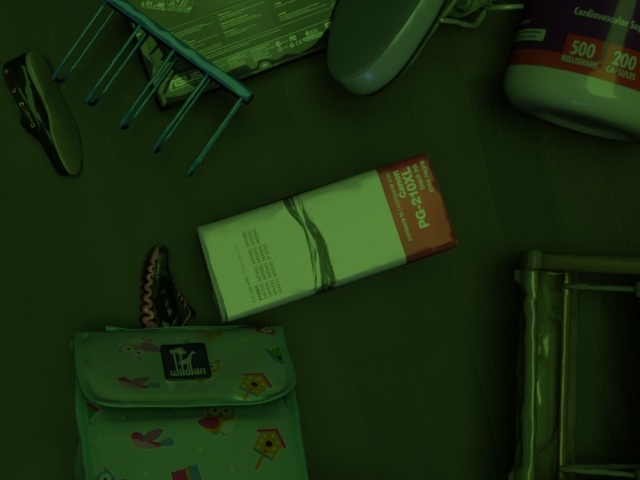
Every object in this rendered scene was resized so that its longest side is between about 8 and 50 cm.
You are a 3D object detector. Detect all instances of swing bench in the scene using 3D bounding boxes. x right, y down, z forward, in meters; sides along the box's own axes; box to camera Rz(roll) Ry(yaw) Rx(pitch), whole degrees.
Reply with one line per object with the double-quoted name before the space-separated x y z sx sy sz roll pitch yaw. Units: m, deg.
"swing bench" 0.314 0.140 1.871 0.254 0.165 0.253 2 89 1

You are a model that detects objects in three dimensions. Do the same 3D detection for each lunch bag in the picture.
"lunch bag" -0.128 0.201 1.800 0.223 0.160 0.262 -3 67 -9

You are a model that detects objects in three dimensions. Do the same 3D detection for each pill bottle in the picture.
"pill bottle" 0.307 -0.269 1.866 0.181 0.181 0.323 16 88 -4

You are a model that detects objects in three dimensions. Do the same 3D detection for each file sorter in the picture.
"file sorter" -0.163 -0.150 1.804 0.170 0.118 0.104 36 90 -3

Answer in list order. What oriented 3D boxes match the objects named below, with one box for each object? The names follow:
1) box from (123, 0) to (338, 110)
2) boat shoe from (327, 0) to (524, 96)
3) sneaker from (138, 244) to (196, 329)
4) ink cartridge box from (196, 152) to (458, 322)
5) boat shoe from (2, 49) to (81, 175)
"box" -0.088 -0.256 1.897 0.231 0.056 0.183 -21 90 -5
"boat shoe" 0.140 -0.279 1.876 0.156 0.136 0.367 38 67 -34
"sneaker" -0.155 0.063 1.894 0.057 0.047 0.119 1 96 -11
"ink cartridge box" 0.000 0.000 1.840 0.237 0.172 0.100 -18 89 -5
"boat shoe" -0.280 -0.126 1.888 0.042 0.049 0.133 -19 98 23
